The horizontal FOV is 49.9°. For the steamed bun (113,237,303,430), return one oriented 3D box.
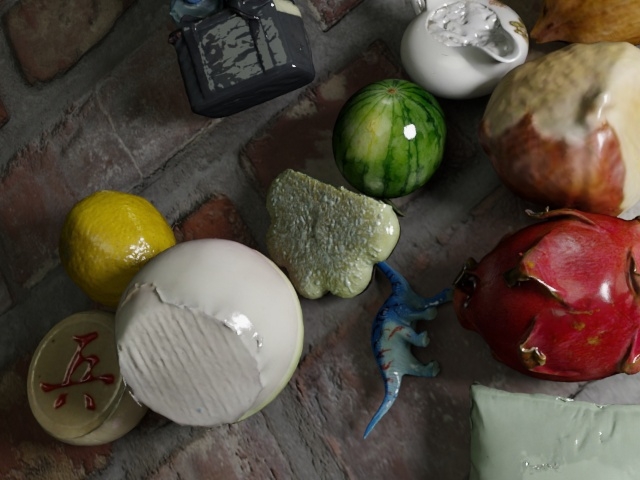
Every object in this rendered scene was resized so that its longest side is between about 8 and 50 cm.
[{"bbox_3d":[-0.169,0.126,1.121,0.309,0.309,0.309,-8,71,23],"label":"steamed bun"}]

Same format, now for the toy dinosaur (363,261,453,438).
[{"bbox_3d":[0.131,0.139,1.075,0.144,0.076,0.329,-10,67,29],"label":"toy dinosaur"}]

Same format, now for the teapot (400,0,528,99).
[{"bbox_3d":[0.226,-0.331,1.122,0.204,0.139,0.298,-32,53,-8],"label":"teapot"}]

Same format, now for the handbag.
[{"bbox_3d":[-0.143,-0.351,1.288,0.254,0.181,0.181,-17,88,20],"label":"handbag"}]

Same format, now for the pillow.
[{"bbox_3d":[0.330,0.350,0.890,0.310,0.119,0.312,1,74,21],"label":"pillow"}]

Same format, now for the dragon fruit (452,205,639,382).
[{"bbox_3d":[0.330,0.076,0.912,0.315,0.250,0.250,9,78,19],"label":"dragon fruit"}]

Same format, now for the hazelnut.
[{"bbox_3d":[0.364,-0.158,0.968,0.261,0.241,0.261,-4,76,18],"label":"hazelnut"}]

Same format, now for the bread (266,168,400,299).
[{"bbox_3d":[0.000,0.000,1.152,0.286,0.056,0.207,19,102,40],"label":"bread"}]

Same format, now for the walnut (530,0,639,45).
[{"bbox_3d":[0.469,-0.392,1.020,0.336,0.209,0.209,-28,64,23],"label":"walnut"}]

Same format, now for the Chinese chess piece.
[{"bbox_3d":[-0.422,0.253,1.278,0.249,0.103,0.250,-7,70,21],"label":"Chinese chess piece"}]

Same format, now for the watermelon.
[{"bbox_3d":[0.111,-0.156,1.123,0.188,0.215,0.188,0,49,-1],"label":"watermelon"}]

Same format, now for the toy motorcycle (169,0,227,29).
[{"bbox_3d":[-0.218,-0.551,1.424,0.182,0.241,0.319,-52,53,50],"label":"toy motorcycle"}]

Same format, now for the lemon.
[{"bbox_3d":[-0.374,0.015,1.273,0.204,0.204,0.260,-48,62,4],"label":"lemon"}]
